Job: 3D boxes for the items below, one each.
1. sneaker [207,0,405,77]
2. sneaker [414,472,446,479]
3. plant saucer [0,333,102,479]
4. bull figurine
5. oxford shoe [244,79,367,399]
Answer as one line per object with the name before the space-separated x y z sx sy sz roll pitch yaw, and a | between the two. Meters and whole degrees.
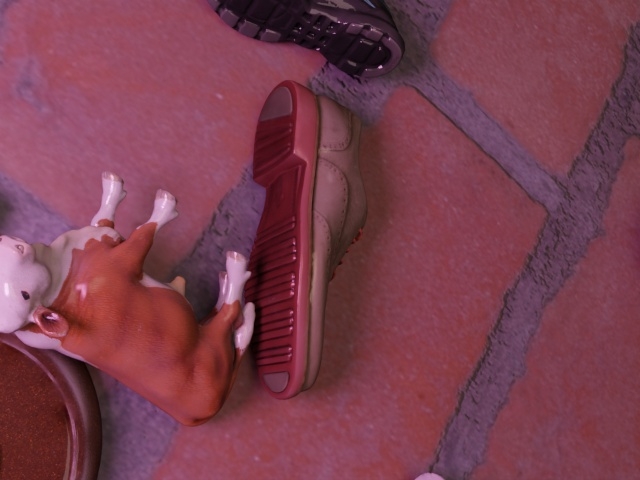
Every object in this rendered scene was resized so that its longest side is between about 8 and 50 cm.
sneaker | -0.025 -0.282 1.012 0.267 0.101 0.106 23 49 -22
sneaker | 0.176 0.364 0.922 0.094 0.235 0.153 -42 114 -10
plant saucer | -0.325 0.188 0.739 0.311 0.050 0.310 2 87 -38
bull figurine | -0.178 0.055 0.811 0.310 0.101 0.188 48 59 -42
oxford shoe | 0.000 0.000 0.944 0.130 0.123 0.348 11 76 -32
